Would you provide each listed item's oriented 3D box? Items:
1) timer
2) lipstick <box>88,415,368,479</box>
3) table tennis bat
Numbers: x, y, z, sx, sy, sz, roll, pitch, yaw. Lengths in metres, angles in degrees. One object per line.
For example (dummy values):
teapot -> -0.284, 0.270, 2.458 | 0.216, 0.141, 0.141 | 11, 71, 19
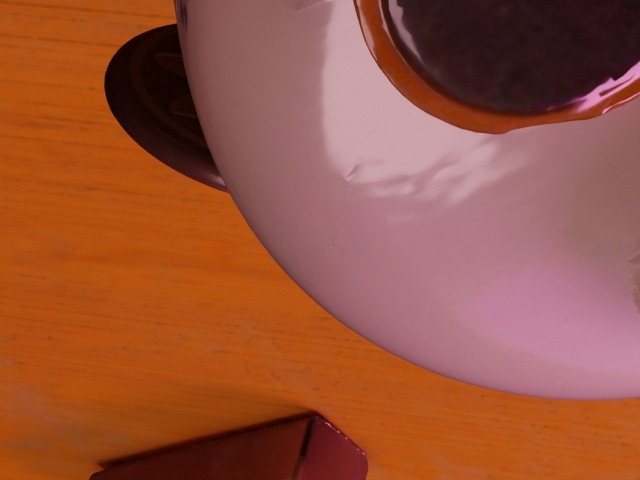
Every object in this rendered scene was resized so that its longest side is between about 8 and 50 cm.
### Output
timer -> 0.071, -0.078, 0.531 | 0.234, 0.240, 0.233 | -4, 121, -7
lipstick -> -0.049, 0.122, 0.928 | 0.145, 0.045, 0.045 | -18, 131, 36
table tennis bat -> 0.000, 0.000, 0.683 | 0.170, 0.107, 0.119 | 4, 124, -19
